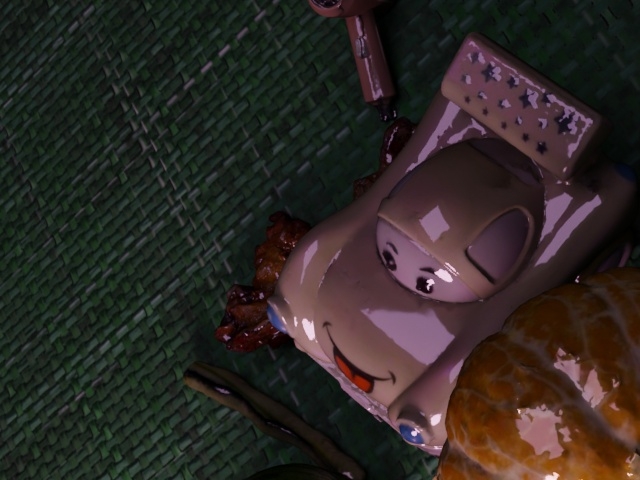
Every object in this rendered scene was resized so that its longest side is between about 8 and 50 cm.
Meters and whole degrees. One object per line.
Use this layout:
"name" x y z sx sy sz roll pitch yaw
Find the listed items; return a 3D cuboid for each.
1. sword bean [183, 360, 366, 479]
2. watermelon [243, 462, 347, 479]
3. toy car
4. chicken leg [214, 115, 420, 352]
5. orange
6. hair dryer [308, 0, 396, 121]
"sword bean" -0.050 0.199 1.684 0.269 0.038 0.043 30 91 35
"watermelon" -0.020 0.309 1.541 0.214 0.188 0.188 -52 56 14
"toy car" 0.125 0.006 1.448 0.242 0.226 0.336 39 85 27
"chicken leg" 0.004 0.008 1.671 0.322 0.083 0.177 -37 43 26
"orange" 0.255 0.183 1.303 0.249 0.329 0.329 -174 100 -77
"hair dryer" 0.049 -0.217 1.683 0.064 0.117 0.181 -16 90 30
